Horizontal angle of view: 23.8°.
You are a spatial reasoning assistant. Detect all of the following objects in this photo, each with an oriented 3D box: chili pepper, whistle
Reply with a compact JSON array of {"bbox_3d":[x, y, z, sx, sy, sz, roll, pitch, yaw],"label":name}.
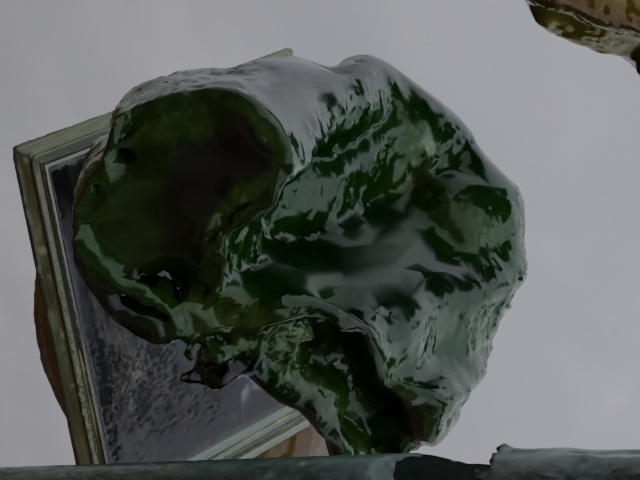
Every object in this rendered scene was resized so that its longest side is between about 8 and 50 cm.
[{"bbox_3d":[0.010,-0.005,0.774,0.213,0.167,0.385,36,8,10],"label":"chili pepper"},{"bbox_3d":[-0.010,0.116,0.613,0.062,0.312,0.062,-5,90,-70],"label":"whistle"}]

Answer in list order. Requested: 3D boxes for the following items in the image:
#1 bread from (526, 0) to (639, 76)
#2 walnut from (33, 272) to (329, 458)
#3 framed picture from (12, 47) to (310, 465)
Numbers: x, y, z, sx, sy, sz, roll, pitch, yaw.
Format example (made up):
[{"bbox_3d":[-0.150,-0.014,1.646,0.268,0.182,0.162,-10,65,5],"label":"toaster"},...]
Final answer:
[{"bbox_3d":[0.203,-0.131,0.776,0.160,0.233,0.088,-63,179,-22],"label":"bread"},{"bbox_3d":[-0.095,0.065,1.285,0.333,0.333,0.333,170,-90,-71],"label":"walnut"},{"bbox_3d":[-0.083,0.039,1.041,0.019,0.232,0.296,20,-54,45],"label":"framed picture"}]
